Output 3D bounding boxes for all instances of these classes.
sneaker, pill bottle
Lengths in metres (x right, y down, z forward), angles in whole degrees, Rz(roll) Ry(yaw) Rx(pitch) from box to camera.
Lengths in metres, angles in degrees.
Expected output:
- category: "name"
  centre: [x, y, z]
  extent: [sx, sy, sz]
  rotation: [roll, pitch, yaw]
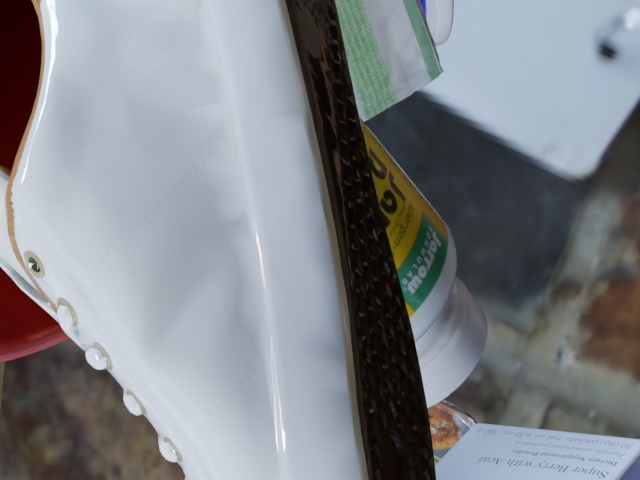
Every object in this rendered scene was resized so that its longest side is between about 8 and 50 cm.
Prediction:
- category: "sneaker"
  centre: [-0.039, 0.026, 0.626]
  extent: [0.123, 0.106, 0.290]
  rotation: [-14, 81, 12]
- category: "pill bottle"
  centre: [0.000, 0.000, 1.074]
  extent: [0.117, 0.117, 0.208]
  rotation: [-53, 124, -19]

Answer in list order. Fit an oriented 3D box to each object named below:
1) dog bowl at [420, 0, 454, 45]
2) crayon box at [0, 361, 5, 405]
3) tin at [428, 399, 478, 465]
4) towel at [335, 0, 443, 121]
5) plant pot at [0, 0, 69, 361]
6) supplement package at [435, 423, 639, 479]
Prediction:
- category: "dog bowl"
  centre: [0.046, -0.317, 2.038]
  extent: [0.104, 0.265, 0.265]
  rotation: [-15, 72, -8]
- category: "crayon box"
  centre: [-0.288, 0.084, 1.479]
  extent: [0.083, 0.203, 0.323]
  rotation: [2, 73, 1]
- category: "tin"
  centre: [0.064, 0.179, 1.807]
  extent: [0.190, 0.040, 0.106]
  rotation: [27, 92, -2]
- category: "towel"
  centre: [0.007, -0.128, 1.397]
  extent: [0.152, 0.113, 0.023]
  rotation: [-31, 33, -15]
- category: "plant pot"
  centre: [-0.175, -0.119, 0.827]
  extent: [0.243, 0.275, 0.275]
  rotation: [34, 69, 31]
- category: "supplement package"
  centre: [0.133, 0.295, 1.528]
  extent: [0.293, 0.177, 0.175]
  rotation: [-41, 121, -41]
